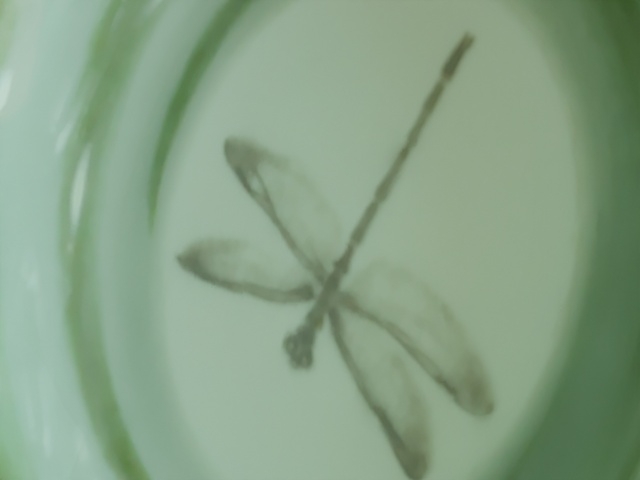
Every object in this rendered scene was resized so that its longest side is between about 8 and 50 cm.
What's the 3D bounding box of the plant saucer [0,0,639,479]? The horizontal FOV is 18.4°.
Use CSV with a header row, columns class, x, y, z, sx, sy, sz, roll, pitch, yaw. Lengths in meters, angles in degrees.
class,x,y,z,sx,sy,sz,roll,pitch,yaw
plant saucer,0.000,0.000,0.632,0.100,0.400,0.400,12,116,-44
